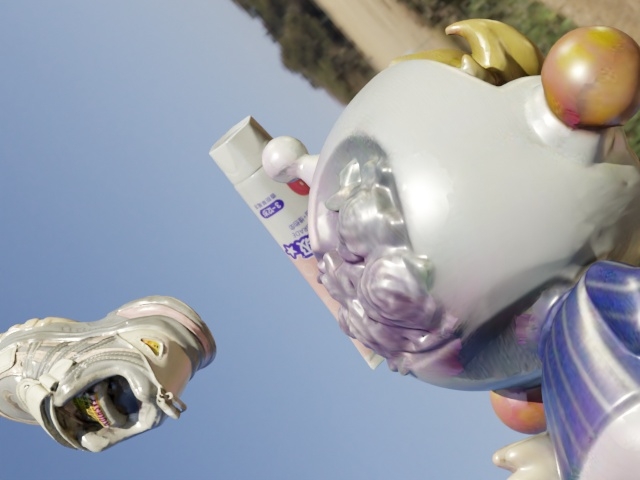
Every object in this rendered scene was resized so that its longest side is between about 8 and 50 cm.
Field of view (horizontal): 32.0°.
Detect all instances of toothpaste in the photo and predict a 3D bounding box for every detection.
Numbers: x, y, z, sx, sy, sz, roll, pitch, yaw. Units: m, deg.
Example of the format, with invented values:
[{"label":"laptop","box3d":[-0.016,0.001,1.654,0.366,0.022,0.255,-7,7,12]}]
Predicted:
[{"label":"toothpaste","box3d":[0.000,0.000,0.773,0.194,0.067,0.043,48,178,-14]}]

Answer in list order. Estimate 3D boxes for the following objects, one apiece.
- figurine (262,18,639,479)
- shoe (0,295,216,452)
[{"label":"figurine","box3d":[0.087,0.038,0.428,0.194,0.133,0.274,109,140,-61]},{"label":"shoe","box3d":[-0.163,0.107,0.787,0.092,0.180,0.089,-85,-23,-54]}]
